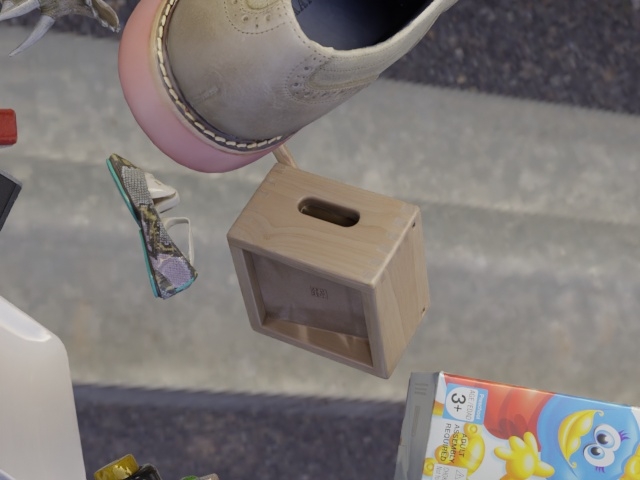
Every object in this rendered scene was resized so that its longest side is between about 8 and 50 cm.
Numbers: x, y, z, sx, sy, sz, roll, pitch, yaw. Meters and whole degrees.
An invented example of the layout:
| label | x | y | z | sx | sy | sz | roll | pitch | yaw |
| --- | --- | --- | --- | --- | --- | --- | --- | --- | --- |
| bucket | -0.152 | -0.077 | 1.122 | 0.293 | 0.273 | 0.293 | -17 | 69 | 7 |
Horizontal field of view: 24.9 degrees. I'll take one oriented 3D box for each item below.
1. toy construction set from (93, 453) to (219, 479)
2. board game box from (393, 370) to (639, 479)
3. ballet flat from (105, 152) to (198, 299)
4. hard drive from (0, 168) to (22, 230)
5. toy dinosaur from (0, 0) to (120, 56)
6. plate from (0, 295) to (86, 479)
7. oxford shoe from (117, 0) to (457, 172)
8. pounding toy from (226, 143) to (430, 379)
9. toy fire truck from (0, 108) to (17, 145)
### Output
| label | x | y | z | sx | sy | sz | roll | pitch | yaw |
| --- | --- | --- | --- | --- | --- | --- | --- | --- | --- |
| toy construction set | -0.155 | 0.314 | 1.118 | 0.257 | 0.237 | 0.309 | 40 | 123 | 8 |
| board game box | 0.192 | 0.181 | 0.982 | 0.275 | 0.142 | 0.144 | 10 | 174 | -2 |
| ballet flat | -0.107 | -0.014 | 0.955 | 0.041 | 0.114 | 0.041 | -18 | 152 | -10 |
| hard drive | -0.306 | 0.029 | 0.824 | 0.254 | 0.172 | 0.054 | -13 | 128 | 24 |
| toy dinosaur | -0.141 | -0.269 | 1.132 | 0.121 | 0.160 | 0.313 | 23 | 144 | -23 |
| plate | -0.295 | 0.079 | 1.063 | 0.278 | 0.277 | 0.045 | 38 | 100 | -26 |
| oxford shoe | 0.057 | -0.187 | 0.807 | 0.140 | 0.397 | 0.146 | 47 | 145 | -18 |
| pounding toy | 0.000 | 0.000 | 0.996 | 0.141 | 0.100 | 0.130 | 19 | 146 | 22 |
| toy fire truck | -0.455 | -0.095 | 1.449 | 0.302 | 0.254 | 0.169 | -6 | 95 | -14 |
